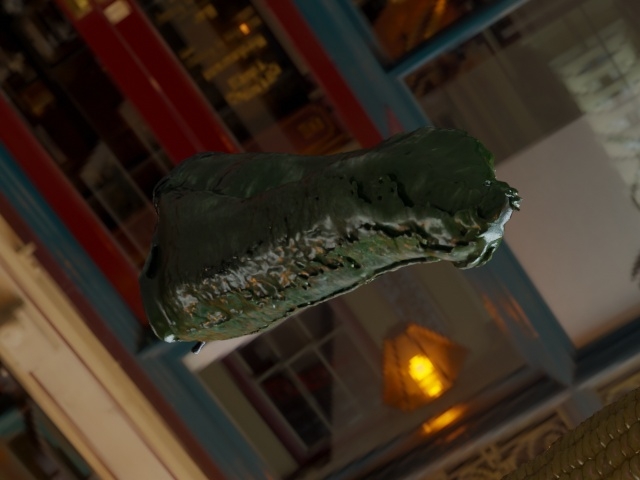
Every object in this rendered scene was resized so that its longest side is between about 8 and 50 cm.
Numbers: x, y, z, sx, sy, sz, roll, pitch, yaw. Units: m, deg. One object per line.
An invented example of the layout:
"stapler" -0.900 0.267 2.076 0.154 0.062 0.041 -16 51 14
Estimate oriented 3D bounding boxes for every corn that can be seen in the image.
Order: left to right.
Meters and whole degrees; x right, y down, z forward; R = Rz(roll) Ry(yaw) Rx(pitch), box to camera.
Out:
"corn" 0.167 0.148 0.709 0.101 0.101 0.291 -53 -177 -42

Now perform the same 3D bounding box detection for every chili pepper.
"chili pepper" 0.000 0.000 0.447 0.227 0.059 0.088 -6 -108 63
